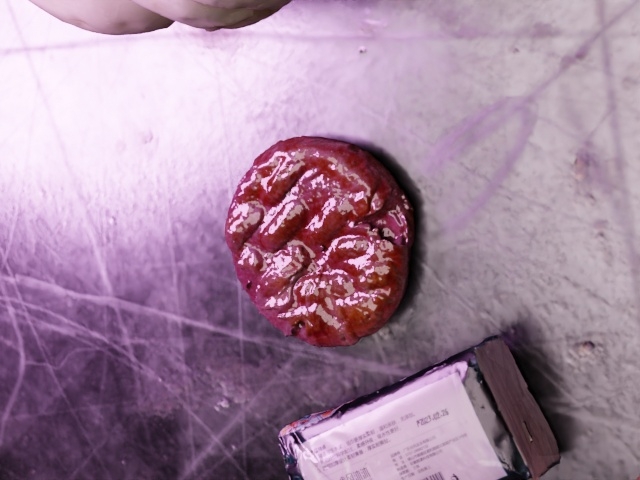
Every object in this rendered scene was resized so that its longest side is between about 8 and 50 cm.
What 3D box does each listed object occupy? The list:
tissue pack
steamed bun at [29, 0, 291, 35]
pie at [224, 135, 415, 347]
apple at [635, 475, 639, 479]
[{"bbox_3d":[0.065,0.144,1.249,0.170,0.090,0.103,-25,88,23],"label":"tissue pack"},{"bbox_3d":[-0.092,-0.315,1.166,0.339,0.247,0.352,2,117,40],"label":"steamed bun"},{"bbox_3d":[0.000,0.000,1.283,0.154,0.036,0.154,4,101,22],"label":"pie"},{"bbox_3d":[0.317,0.266,1.046,0.338,0.338,0.305,-8,115,24],"label":"apple"}]
